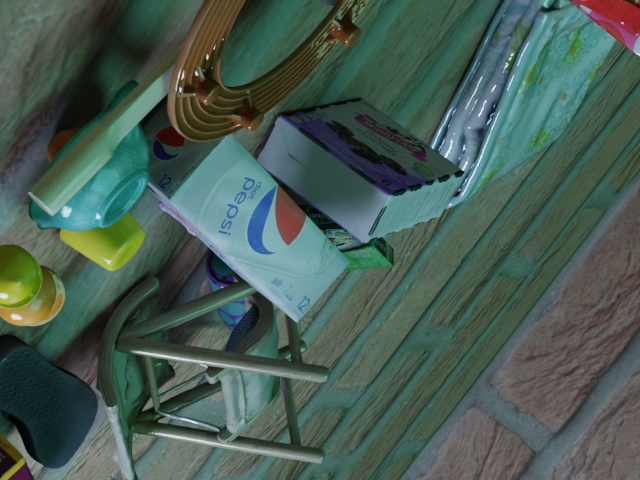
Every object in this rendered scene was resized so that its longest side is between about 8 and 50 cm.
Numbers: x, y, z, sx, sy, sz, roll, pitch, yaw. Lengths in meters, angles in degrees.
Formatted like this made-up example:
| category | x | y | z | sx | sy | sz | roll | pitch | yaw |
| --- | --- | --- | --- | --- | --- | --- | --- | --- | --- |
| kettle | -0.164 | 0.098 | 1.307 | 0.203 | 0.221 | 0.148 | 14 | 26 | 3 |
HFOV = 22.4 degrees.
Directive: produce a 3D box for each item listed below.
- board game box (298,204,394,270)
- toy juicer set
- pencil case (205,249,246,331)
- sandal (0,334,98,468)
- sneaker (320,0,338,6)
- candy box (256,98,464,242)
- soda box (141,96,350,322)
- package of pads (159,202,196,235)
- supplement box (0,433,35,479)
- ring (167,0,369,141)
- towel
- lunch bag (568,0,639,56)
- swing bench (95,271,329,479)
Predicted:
| category | x | y | z | sx | sy | sz | roll | pitch | yaw |
| --- | --- | --- | --- | --- | --- | --- | --- | --- | --- |
| board game box | 0.000 | 0.000 | 1.984 | 0.136 | 0.030 | 0.260 | -7 | 166 | 12 |
| toy juicer set | -0.229 | -0.043 | 1.424 | 0.209 | 0.089 | 0.329 | -43 | 168 | -33 |
| pencil case | -0.098 | 0.056 | 1.943 | 0.151 | 0.064 | 0.070 | 80 | 33 | -64 |
| sandal | -0.306 | 0.163 | 1.719 | 0.097 | 0.054 | 0.254 | -52 | 152 | -18 |
| sneaker | 0.025 | -0.323 | 1.533 | 0.094 | 0.080 | 0.212 | -5 | 127 | -47 |
| candy box | 0.049 | -0.084 | 1.856 | 0.196 | 0.165 | 0.070 | -19 | 142 | -58 |
| soda box | -0.083 | -0.029 | 1.647 | 0.091 | 0.098 | 0.286 | -49 | 142 | -5 |
| package of pads | -0.125 | -0.050 | 1.709 | 0.083 | 0.050 | 0.032 | -48 | 161 | -4 |
| supplement box | -0.354 | 0.252 | 1.675 | 0.081 | 0.104 | 0.188 | -43 | 159 | -20 |
| ring | -0.008 | -0.215 | 1.412 | 0.336 | 0.032 | 0.336 | -46 | 165 | -16 |
| towel | 0.309 | -0.235 | 2.277 | 0.320 | 0.090 | 0.374 | -26 | 150 | -48 |
| lunch bag | 0.350 | -0.326 | 1.899 | 0.258 | 0.293 | 0.120 | -25 | 153 | -52 |
| swing bench | -0.128 | 0.156 | 1.869 | 0.255 | 0.165 | 0.253 | -7 | 152 | -6 |
